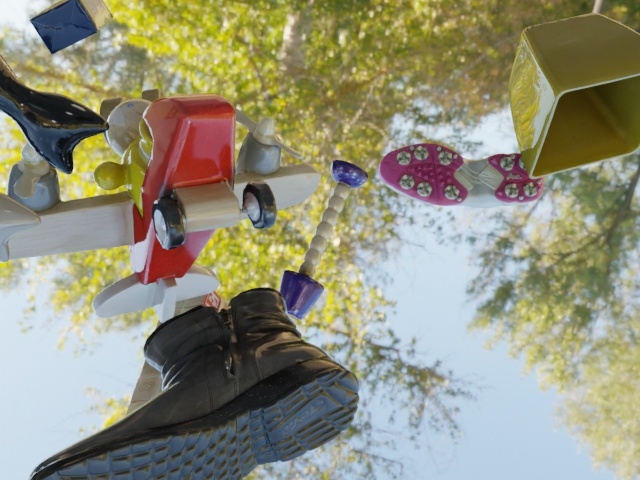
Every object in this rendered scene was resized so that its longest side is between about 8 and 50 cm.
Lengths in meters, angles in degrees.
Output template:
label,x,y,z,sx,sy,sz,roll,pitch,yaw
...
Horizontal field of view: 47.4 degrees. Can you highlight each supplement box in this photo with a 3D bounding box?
label,x,y,z,sx,sy,sz,roll,pitch,yaw
supplement box,-0.363,-0.326,1.071,0.083,0.056,0.083,-20,-151,15

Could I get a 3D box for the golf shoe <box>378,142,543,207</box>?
label,x,y,z,sx,sy,sz,roll,pitch,yaw
golf shoe,0.249,-0.104,1.350,0.306,0.115,0.140,6,169,-9

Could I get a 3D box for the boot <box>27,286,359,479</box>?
label,x,y,z,sx,sy,sz,roll,pitch,yaw
boot,-0.148,0.168,0.765,0.338,0.118,0.222,-14,-151,-27

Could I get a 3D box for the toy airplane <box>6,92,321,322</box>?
label,x,y,z,sx,sy,sz,roll,pitch,yaw
toy airplane,-0.219,-0.058,0.996,0.384,0.273,0.386,-28,163,14

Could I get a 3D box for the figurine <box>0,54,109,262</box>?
label,x,y,z,sx,sy,sz,roll,pitch,yaw
figurine,-0.346,-0.092,0.702,0.209,0.215,0.092,31,-158,-26

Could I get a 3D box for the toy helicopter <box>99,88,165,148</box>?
label,x,y,z,sx,sy,sz,roll,pitch,yaw
toy helicopter,-0.290,-0.154,1.263,0.140,0.235,0.355,-6,175,9

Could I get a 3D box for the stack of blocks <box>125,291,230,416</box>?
label,x,y,z,sx,sy,sz,roll,pitch,yaw
stack of blocks,-0.204,0.241,1.170,0.087,0.171,0.297,-11,-135,23

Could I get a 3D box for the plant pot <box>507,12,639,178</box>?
label,x,y,z,sx,sy,sz,roll,pitch,yaw
plant pot,0.432,-0.261,1.240,0.212,0.212,0.187,-15,-123,-8

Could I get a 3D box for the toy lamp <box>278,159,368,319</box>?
label,x,y,z,sx,sy,sz,roll,pitch,yaw
toy lamp,0.000,0.000,1.227,0.080,0.275,0.080,22,169,5
